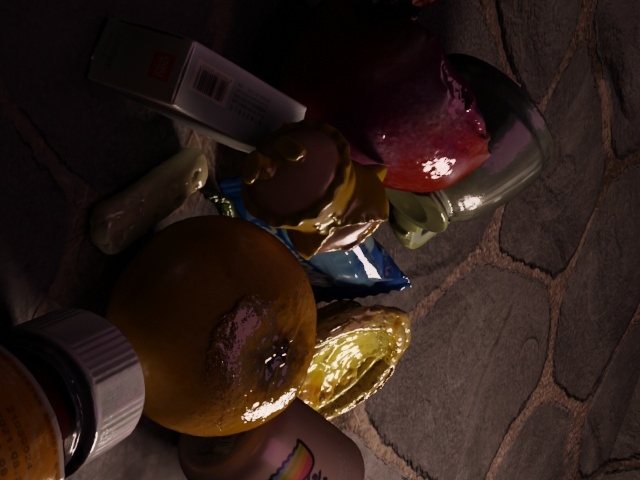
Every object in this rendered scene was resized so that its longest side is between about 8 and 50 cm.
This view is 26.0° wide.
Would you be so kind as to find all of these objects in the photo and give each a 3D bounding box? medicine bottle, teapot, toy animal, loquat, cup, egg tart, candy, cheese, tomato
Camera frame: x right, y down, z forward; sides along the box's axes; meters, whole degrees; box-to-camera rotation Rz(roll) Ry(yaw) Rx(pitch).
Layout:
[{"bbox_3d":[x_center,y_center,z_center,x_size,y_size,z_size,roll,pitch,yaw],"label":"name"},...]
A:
[{"bbox_3d":[-0.343,0.196,1.370,0.395,0.242,0.243,-23,124,-68],"label":"medicine bottle"},{"bbox_3d":[0.187,-0.128,2.166,0.239,0.321,0.239,-44,101,-17],"label":"teapot"},{"bbox_3d":[-0.011,-0.062,1.628,0.230,0.156,0.156,38,71,-62],"label":"toy animal"},{"bbox_3d":[-0.128,0.100,1.642,0.263,0.263,0.263,-33,131,-49],"label":"loquat"},{"bbox_3d":[-0.092,0.321,1.867,0.253,0.191,0.200,-52,128,-8],"label":"cup"},{"bbox_3d":[0.007,0.174,2.018,0.278,0.095,0.279,-27,149,-18],"label":"egg tart"},{"bbox_3d":[0.000,0.000,1.896,0.331,0.187,0.077,58,30,-50],"label":"candy"},{"bbox_3d":[-0.203,-0.049,1.657,0.194,0.043,0.065,-41,135,-44],"label":"cheese"},{"bbox_3d":[0.070,-0.160,1.798,0.176,0.335,0.290,-43,123,-12],"label":"tomato"}]

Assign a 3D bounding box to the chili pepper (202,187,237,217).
[{"bbox_3d":[-0.128,-0.047,1.800,0.022,0.027,0.083,-66,148,-20],"label":"chili pepper"}]

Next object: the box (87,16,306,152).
[{"bbox_3d":[-0.139,-0.172,1.618,0.269,0.135,0.079,23,87,-59],"label":"box"}]

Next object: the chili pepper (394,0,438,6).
[{"bbox_3d":[0.174,-0.392,2.115,0.268,0.050,0.059,-32,151,-51],"label":"chili pepper"}]
